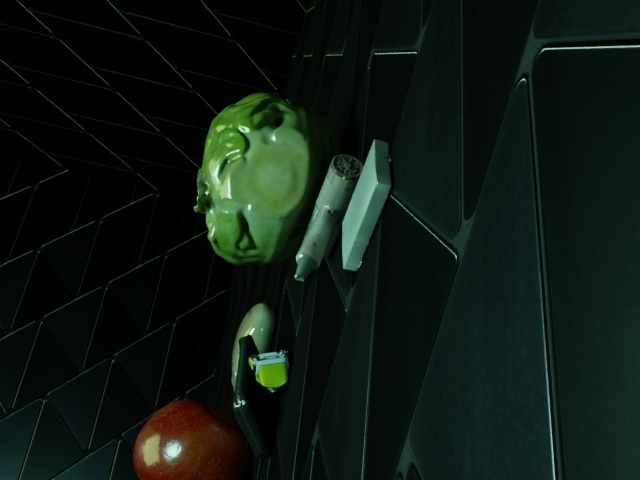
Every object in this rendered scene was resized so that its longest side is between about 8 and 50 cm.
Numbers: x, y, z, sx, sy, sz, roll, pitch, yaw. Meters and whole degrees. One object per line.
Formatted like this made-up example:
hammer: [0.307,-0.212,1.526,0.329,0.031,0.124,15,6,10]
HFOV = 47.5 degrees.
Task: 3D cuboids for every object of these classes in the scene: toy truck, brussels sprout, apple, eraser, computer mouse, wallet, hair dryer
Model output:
toy truck: [-0.094,0.249,1.384,0.111,0.076,0.076,148,114,-78]
brussels sprout: [-0.086,-0.107,1.276,0.328,0.247,0.327,178,90,-90]
apple: [-0.285,0.481,1.630,0.216,0.260,0.260,-54,8,-5]
eraser: [0.060,-0.046,0.969,0.103,0.023,0.150,-88,13,-50]
computer mouse: [-0.169,0.266,1.753,0.145,0.082,0.236,-118,43,-75]
wallet: [-0.134,0.298,1.442,0.250,0.044,0.149,-97,-11,-63]
hair dryer: [-0.004,0.010,1.079,0.195,0.054,0.220,111,179,-47]
